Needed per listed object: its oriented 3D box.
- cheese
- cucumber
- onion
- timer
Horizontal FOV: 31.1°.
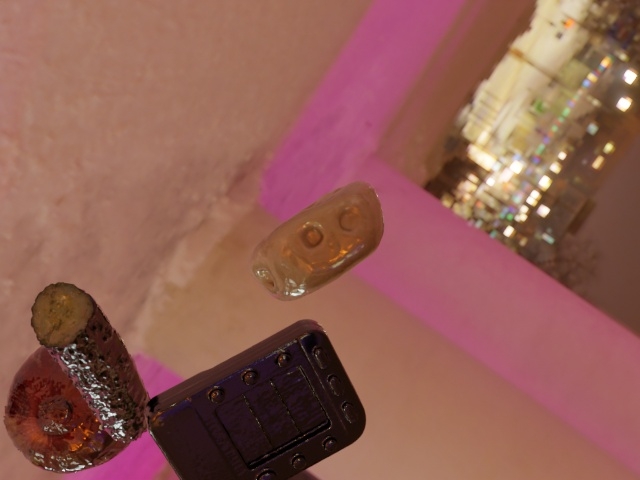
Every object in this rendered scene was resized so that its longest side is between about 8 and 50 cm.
[{"bbox_3d":[0.000,0.000,1.794,0.235,0.117,0.218,-30,-175,19],"label":"cheese"},{"bbox_3d":[-0.232,0.144,1.229,0.072,0.072,0.300,-52,155,-22],"label":"cucumber"},{"bbox_3d":[-0.436,0.293,2.027,0.246,0.246,0.190,-55,-179,2],"label":"onion"},{"bbox_3d":[-0.059,0.167,1.098,0.187,0.144,0.055,-28,-151,-4],"label":"timer"}]
